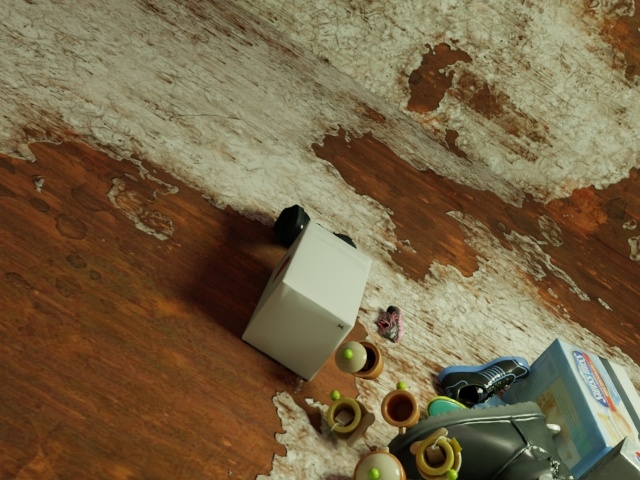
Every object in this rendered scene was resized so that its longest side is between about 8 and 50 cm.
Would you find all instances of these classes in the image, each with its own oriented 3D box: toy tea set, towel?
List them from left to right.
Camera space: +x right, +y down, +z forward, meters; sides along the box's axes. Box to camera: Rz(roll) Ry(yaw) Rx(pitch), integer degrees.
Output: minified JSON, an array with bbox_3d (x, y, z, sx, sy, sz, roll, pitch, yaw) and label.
[{"bbox_3d":[0.105,0.341,1.691,0.336,0.200,0.124,54,2,30],"label":"toy tea set"},{"bbox_3d":[0.395,0.401,2.124,0.067,0.029,0.119,41,29,14],"label":"towel"}]

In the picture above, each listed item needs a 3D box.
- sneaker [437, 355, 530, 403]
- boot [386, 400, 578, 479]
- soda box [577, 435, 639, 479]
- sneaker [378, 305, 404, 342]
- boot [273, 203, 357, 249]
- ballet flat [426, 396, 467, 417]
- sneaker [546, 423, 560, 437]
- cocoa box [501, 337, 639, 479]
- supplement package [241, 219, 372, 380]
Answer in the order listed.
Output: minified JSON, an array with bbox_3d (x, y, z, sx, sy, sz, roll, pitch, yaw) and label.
[{"bbox_3d":[0.396,0.336,2.113,0.232,0.081,0.090,-7,40,-13],"label":"sneaker"},{"bbox_3d":[0.364,0.529,1.684,0.366,0.146,0.445,-9,49,-18],"label":"boot"},{"bbox_3d":[0.556,0.532,1.828,0.098,0.286,0.091,43,27,12],"label":"soda box"},{"bbox_3d":[0.167,0.195,2.174,0.057,0.047,0.119,16,31,-13],"label":"sneaker"},{"bbox_3d":[0.000,0.000,2.159,0.207,0.094,0.246,29,-1,-11],"label":"boot"},{"bbox_3d":[0.321,0.409,1.999,0.231,0.077,0.077,31,7,-15],"label":"ballet flat"},{"bbox_3d":[0.476,0.462,1.995,0.061,0.158,0.065,17,45,-31],"label":"sneaker"},{"bbox_3d":[0.611,0.445,2.083,0.227,0.231,0.347,24,30,-22],"label":"cocoa box"},{"bbox_3d":[-0.023,0.121,1.922,0.175,0.177,0.293,33,27,-6],"label":"supplement package"}]
